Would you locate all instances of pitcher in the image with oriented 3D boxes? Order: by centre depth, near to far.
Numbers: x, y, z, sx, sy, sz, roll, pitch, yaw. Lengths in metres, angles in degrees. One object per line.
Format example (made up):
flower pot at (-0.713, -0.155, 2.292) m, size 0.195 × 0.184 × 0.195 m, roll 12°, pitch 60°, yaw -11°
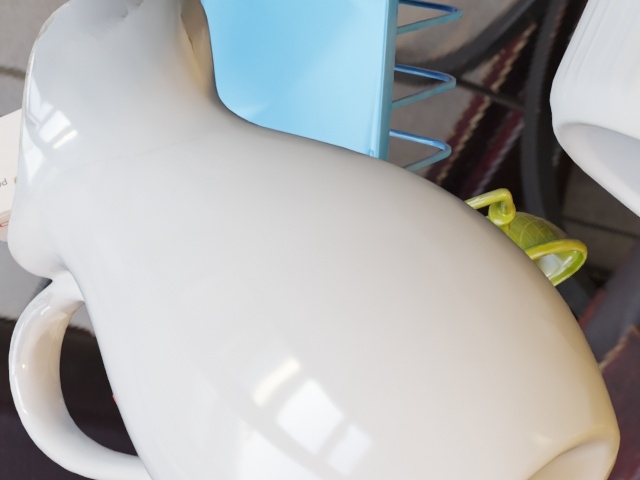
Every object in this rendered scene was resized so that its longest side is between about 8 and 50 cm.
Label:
pitcher at (-0.023, 0.043, 0.399) m, size 0.125 × 0.207 × 0.178 m, roll -12°, pitch 134°, yaw -46°

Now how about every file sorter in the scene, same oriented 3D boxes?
file sorter at (0.012, -0.127, 0.685) m, size 0.104 × 0.118 × 0.170 m, roll -26°, pitch 125°, yaw -51°

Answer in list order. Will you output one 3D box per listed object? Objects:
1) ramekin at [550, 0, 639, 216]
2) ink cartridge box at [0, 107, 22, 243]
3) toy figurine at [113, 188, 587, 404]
ramekin at (0.245, -0.056, 0.653) m, size 0.273 × 0.273 × 0.127 m, roll 34°, pitch 88°, yaw -39°
ink cartridge box at (-0.249, -0.062, 1.223) m, size 0.158 × 0.092 × 0.218 m, roll -23°, pitch 171°, yaw 1°
toy figurine at (0.000, 0.000, 1.002) m, size 0.362 × 0.217 × 0.191 m, roll -31°, pitch 141°, yaw 17°
